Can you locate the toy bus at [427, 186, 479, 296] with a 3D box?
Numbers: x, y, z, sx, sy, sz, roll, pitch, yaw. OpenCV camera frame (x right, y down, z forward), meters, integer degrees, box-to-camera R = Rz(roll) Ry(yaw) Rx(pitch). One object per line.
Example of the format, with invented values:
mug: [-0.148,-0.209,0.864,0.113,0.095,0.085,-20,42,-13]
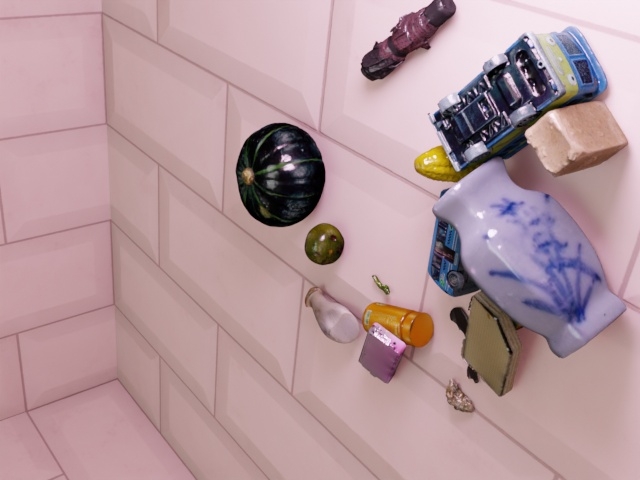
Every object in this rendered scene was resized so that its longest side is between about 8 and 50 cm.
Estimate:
toy bus: [0.333,0.001,1.754,0.134,0.114,0.246,36,129,46]

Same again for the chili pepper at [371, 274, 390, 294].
chili pepper: [0.173,0.129,2.102,0.083,0.022,0.027,48,139,37]

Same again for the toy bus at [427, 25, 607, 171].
toy bus: [0.387,-0.280,1.499,0.312,0.190,0.152,-40,71,53]

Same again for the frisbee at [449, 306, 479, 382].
frisbee: [0.393,0.277,1.874,0.211,0.012,0.187,37,132,40]

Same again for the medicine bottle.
medicine bottle: [0.208,0.227,2.030,0.192,0.096,0.096,7,109,52]

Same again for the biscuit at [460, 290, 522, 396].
biscuit: [0.402,0.241,1.743,0.150,0.052,0.252,46,154,37]

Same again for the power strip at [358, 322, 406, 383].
power strip: [0.169,0.318,2.072,0.109,0.037,0.279,35,155,15]

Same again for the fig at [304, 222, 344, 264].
fig: [0.000,0.000,2.207,0.156,0.123,0.123,43,136,53]

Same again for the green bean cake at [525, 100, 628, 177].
green bean cake: [0.486,-0.194,1.411,0.109,0.179,0.085,61,142,16]

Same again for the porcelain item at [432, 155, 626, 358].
porcelain item: [0.426,0.035,1.539,0.405,0.243,0.178,52,161,10]

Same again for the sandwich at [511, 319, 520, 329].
sandwich: [0.476,0.148,1.705,0.079,0.114,0.163,61,178,15]

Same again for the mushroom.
mushroom: [0.032,0.230,2.286,0.225,0.093,0.116,37,117,52]

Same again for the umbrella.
umbrella: [0.200,-0.478,1.762,0.326,0.090,0.094,-32,74,53]

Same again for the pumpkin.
pumpkin: [-0.130,-0.191,2.200,0.315,0.239,0.315,20,114,51]

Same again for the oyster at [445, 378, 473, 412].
oyster: [0.361,0.412,1.949,0.083,0.038,0.080,22,119,49]

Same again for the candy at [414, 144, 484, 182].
candy: [0.295,-0.174,1.667,0.106,0.199,0.094,49,133,43]
